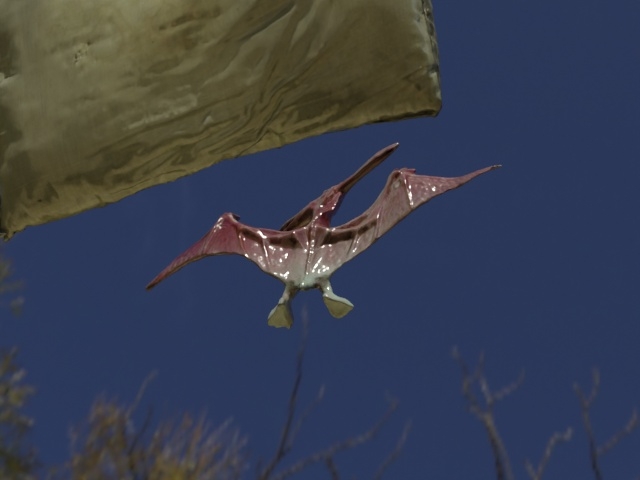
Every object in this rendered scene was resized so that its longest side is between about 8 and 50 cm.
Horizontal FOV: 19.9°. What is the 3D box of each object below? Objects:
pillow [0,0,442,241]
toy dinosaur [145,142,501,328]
[{"bbox_3d":[-0.054,-0.096,0.788,0.229,0.148,0.050,-16,-22,30],"label":"pillow"},{"bbox_3d":[-0.001,-0.001,1.023,0.220,0.108,0.032,-15,-53,15],"label":"toy dinosaur"}]
